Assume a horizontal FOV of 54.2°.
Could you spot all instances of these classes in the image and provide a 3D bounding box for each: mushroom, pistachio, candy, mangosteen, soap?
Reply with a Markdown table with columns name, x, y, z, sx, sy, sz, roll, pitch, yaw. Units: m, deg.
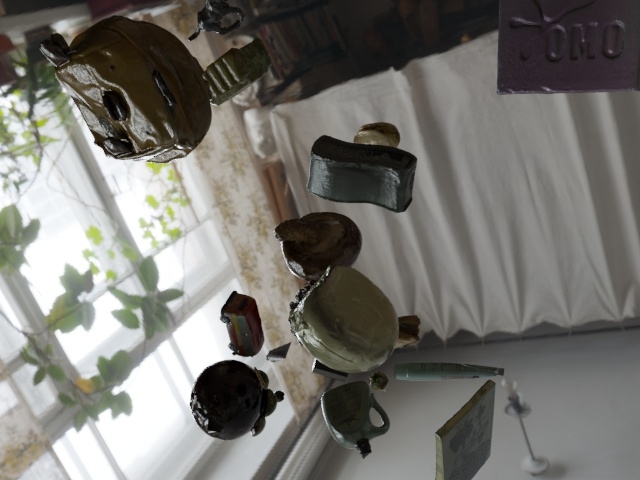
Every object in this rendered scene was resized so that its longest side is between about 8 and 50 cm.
| name | x | y | z | sx | sy | sz | roll | pitch | yaw |
| --- | --- | --- | --- | --- | --- | --- | --- | --- | --- |
| mushroom | 0.003 | 0.018 | 2.441 | 0.345 | 0.345 | 0.239 | -27 | 158 | -18 |
| pistachio | 0.206 | -0.357 | 2.253 | 0.201 | 0.145 | 0.117 | -8 | -140 | 41 |
| candy | 0.190 | 0.451 | 1.944 | 0.060 | 0.060 | 0.201 | -20 | 155 | 3 |
| mangosteen | -0.320 | 0.573 | 2.263 | 0.311 | 0.311 | 0.311 | -19 | -163 | 6 |
| soap | 0.516 | -0.442 | 1.269 | 0.296 | 0.285 | 0.107 | 7 | -164 | 38 |
| soap | -0.205 | 0.468 | 2.127 | 0.012 | 0.089 | 0.034 | -28 | 156 | -8 |

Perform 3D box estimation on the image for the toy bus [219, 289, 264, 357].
| name | x | y | z | sx | sy | sz | roll | pitch | yaw |
| --- | --- | --- | --- | --- | --- | --- | --- | --- | --- |
| toy bus | -0.279 | 0.317 | 2.285 | 0.120 | 0.265 | 0.121 | 9 | -140 | 19 |

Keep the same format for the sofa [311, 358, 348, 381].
| name | x | y | z | sx | sy | sz | roll | pitch | yaw |
| --- | --- | --- | --- | --- | --- | --- | --- | --- | --- |
| sofa | 0.044 | 0.513 | 2.544 | 0.147 | 0.060 | 0.085 | 16 | -127 | -2 |

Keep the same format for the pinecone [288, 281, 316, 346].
| name | x | y | z | sx | sy | sz | roll | pitch | yaw |
| --- | --- | --- | --- | --- | --- | --- | --- | --- | --- |
| pinecone | 0.025 | 0.293 | 2.600 | 0.385 | 0.384 | 0.384 | -19 | -163 | 6 |

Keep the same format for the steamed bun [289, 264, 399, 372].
| name | x | y | z | sx | sy | sz | roll | pitch | yaw |
| --- | --- | --- | --- | --- | --- | --- | --- | --- | --- |
| steamed bun | 0.066 | 0.257 | 1.862 | 0.233 | 0.312 | 0.334 | -50 | 173 | 35 |

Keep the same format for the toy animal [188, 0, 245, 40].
| name | x | y | z | sx | sy | sz | roll | pitch | yaw |
| --- | --- | --- | --- | --- | --- | --- | --- | --- | --- |
| toy animal | -0.302 | -0.673 | 1.830 | 0.148 | 0.084 | 0.233 | -3 | 156 | -46 |

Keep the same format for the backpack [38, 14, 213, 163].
| name | x | y | z | sx | sy | sz | roll | pitch | yaw |
| --- | --- | --- | --- | --- | --- | --- | --- | --- | --- |
| backpack | -0.412 | -0.323 | 1.370 | 0.378 | 0.353 | 0.201 | -5 | -148 | 44 |

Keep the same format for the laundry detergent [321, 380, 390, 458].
| name | x | y | z | sx | sy | sz | roll | pitch | yaw |
| --- | --- | --- | --- | --- | --- | --- | --- | --- | --- |
| laundry detergent | 0.134 | 0.649 | 2.249 | 0.215 | 0.105 | 0.280 | -16 | -141 | -14 |

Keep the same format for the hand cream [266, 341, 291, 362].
| name | x | y | z | sx | sy | sz | roll | pitch | yaw |
| --- | --- | --- | --- | --- | --- | --- | --- | --- | --- |
| hand cream | -0.174 | 0.472 | 2.600 | 0.142 | 0.053 | 0.084 | -26 | -147 | 41 |

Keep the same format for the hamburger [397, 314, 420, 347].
| name | x | y | z | sx | sy | sz | roll | pitch | yaw |
| --- | --- | --- | --- | --- | --- | --- | --- | --- | --- |
| hamburger | 0.311 | 0.371 | 2.588 | 0.131 | 0.124 | 0.262 | 11 | 159 | -14 |

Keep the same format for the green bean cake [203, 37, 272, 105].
| name | x | y | z | sx | sy | sz | roll | pitch | yaw |
| --- | --- | --- | --- | --- | --- | --- | --- | --- | --- |
| green bean cake | -0.295 | -0.583 | 2.169 | 0.233 | 0.124 | 0.236 | -28 | -166 | 32 |

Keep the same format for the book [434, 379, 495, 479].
| name | x | y | z | sx | sy | sz | roll | pitch | yaw |
| --- | --- | --- | --- | --- | --- | --- | --- | --- | --- |
| book | 0.438 | 0.619 | 1.887 | 0.260 | 0.370 | 0.043 | -34 | -136 | -28 |

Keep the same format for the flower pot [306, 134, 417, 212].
| name | x | y | z | sx | sy | sz | roll | pitch | yaw |
| --- | --- | --- | --- | --- | --- | --- | --- | --- | --- |
| flower pot | 0.087 | -0.142 | 1.330 | 0.229 | 0.108 | 0.103 | 11 | -143 | 9 |

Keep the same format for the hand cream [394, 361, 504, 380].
| name | x | y | z | sx | sy | sz | roll | pitch | yaw |
| --- | --- | --- | --- | --- | --- | --- | --- | --- | --- |
| hand cream | 0.393 | 0.400 | 1.924 | 0.331 | 0.058 | 0.085 | -7 | 178 | 19 |
